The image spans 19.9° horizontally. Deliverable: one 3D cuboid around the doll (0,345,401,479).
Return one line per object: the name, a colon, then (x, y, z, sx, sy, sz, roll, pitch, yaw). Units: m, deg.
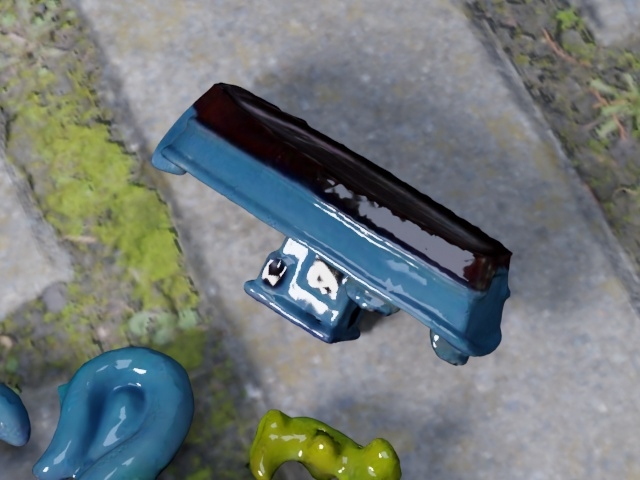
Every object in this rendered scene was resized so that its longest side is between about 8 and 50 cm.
doll: (-0.117, 0.204, 0.872, 0.341, 0.099, 0.346, 25, 67, 10)

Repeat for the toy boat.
toy boat: (0.000, 0.000, 0.988, 0.223, 0.100, 0.097, 32, 103, 20)
